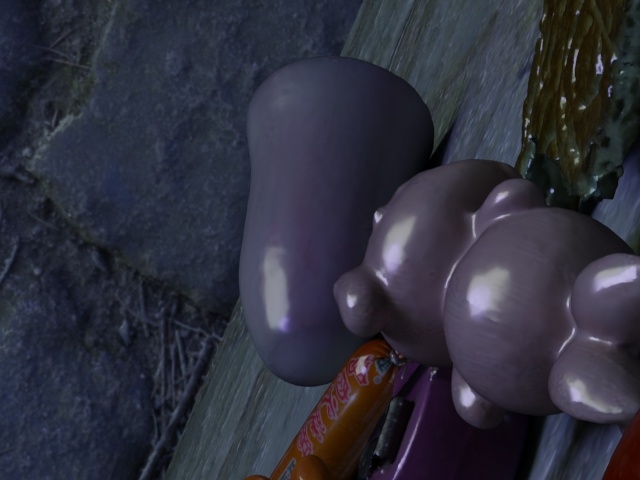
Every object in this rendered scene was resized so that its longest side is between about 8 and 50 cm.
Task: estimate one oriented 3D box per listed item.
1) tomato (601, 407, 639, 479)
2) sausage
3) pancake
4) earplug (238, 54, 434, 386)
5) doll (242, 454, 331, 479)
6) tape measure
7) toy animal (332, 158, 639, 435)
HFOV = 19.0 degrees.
[{"bbox_3d":[0.123,0.091,0.582,0.166,0.082,0.174,124,166,-60],"label":"tomato"},{"bbox_3d":[-0.009,0.180,1.437,0.053,0.053,0.348,-72,9,-46],"label":"sausage"},{"bbox_3d":[0.152,-0.104,0.961,0.376,0.054,0.197,105,173,-66],"label":"pancake"},{"bbox_3d":[0.000,0.000,1.621,0.301,0.172,0.172,-80,15,-47],"label":"earplug"},{"bbox_3d":[-0.031,0.205,0.986,0.143,0.135,0.221,-45,32,12],"label":"doll"},{"bbox_3d":[0.060,0.117,1.025,0.125,0.074,0.118,123,168,-66],"label":"tape measure"},{"bbox_3d":[0.109,0.039,0.891,0.212,0.124,0.124,28,94,51],"label":"toy animal"}]
